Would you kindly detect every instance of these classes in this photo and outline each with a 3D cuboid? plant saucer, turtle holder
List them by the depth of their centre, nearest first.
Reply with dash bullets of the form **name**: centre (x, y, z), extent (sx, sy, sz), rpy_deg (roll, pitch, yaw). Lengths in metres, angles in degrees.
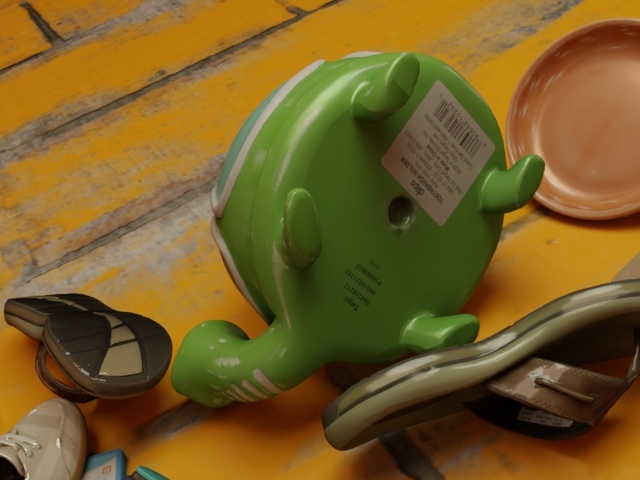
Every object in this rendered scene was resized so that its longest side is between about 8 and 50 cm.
- **turtle holder**: centre (0.017, -0.003, 0.791), extent (0.243, 0.320, 0.227), rpy_deg (8, 5, -33)
- **plant saucer**: centre (0.277, -0.114, 0.878), extent (0.200, 0.037, 0.200), rpy_deg (-10, 73, 34)

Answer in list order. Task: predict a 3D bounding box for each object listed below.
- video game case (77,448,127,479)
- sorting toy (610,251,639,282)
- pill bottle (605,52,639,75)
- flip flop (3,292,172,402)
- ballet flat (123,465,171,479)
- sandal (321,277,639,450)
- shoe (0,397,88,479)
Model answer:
- **video game case**: centre (-0.211, 0.243, 0.710), extent (0.119, 0.015, 0.166), rpy_deg (-17, 35, 2)
- **sorting toy**: centre (0.371, 0.022, 0.741), extent (0.208, 0.038, 0.193), rpy_deg (-41, 41, -22)
- **pill bottle**: centre (0.381, -0.151, 0.902), extent (0.184, 0.103, 0.103), rpy_deg (14, 47, 37)
- **flip flop**: centre (-0.224, 0.104, 0.845), extent (0.112, 0.080, 0.277), rpy_deg (3, 5, -37)
- **ballet flat**: centre (-0.067, 0.225, 0.637), extent (0.203, 0.074, 0.074), rpy_deg (16, 47, 30)
- **sandal**: centre (0.153, 0.111, 0.671), extent (0.302, 0.120, 0.086), rpy_deg (-20, 63, 0)
- **shoe**: centre (-0.245, 0.202, 0.715), extent (0.076, 0.058, 0.219), rpy_deg (-5, 37, 16)
